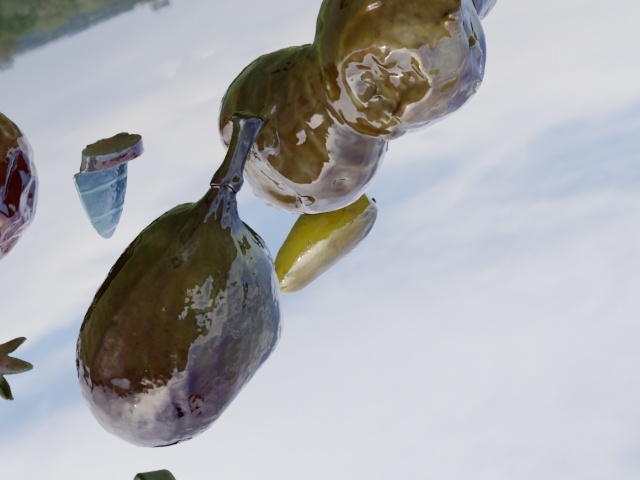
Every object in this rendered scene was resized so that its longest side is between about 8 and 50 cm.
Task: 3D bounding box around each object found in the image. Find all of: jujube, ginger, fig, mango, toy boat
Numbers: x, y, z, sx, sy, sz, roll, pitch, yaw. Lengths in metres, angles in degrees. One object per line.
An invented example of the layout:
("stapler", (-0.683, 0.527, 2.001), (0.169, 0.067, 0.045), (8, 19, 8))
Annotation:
("jujube", (-0.384, -0.037, 1.112), (0.174, 0.174, 0.250), (-42, 173, -43))
("ginger", (0.027, -0.155, 0.986), (0.357, 0.152, 0.274), (-36, -159, 43))
("fig", (-0.090, 0.027, 0.807), (0.146, 0.274, 0.170), (27, -150, 9))
("mango", (0.000, 0.000, 1.282), (0.161, 0.076, 0.103), (-47, 175, 16))
("toy boat", (-0.214, -0.042, 1.067), (0.034, 0.122, 0.096), (26, -148, 23))

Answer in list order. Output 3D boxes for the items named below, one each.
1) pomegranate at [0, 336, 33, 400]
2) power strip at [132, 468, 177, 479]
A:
("pomegranate", (-0.481, 0.156, 1.396), (0.152, 0.131, 0.191), (8, 171, 41))
("power strip", (-0.189, 0.445, 1.391), (0.059, 0.193, 0.265), (3, -155, -38))
